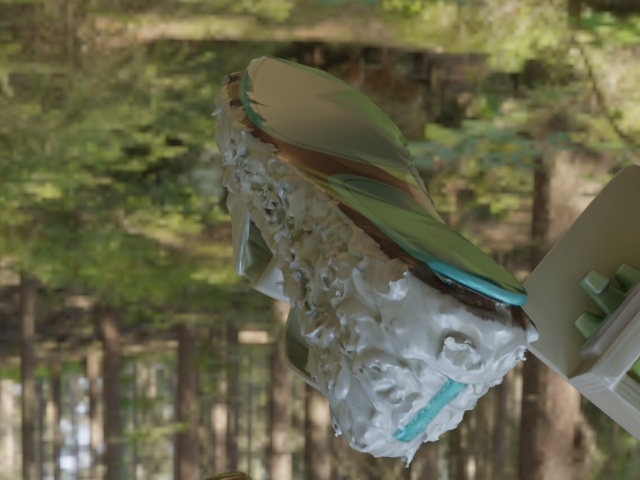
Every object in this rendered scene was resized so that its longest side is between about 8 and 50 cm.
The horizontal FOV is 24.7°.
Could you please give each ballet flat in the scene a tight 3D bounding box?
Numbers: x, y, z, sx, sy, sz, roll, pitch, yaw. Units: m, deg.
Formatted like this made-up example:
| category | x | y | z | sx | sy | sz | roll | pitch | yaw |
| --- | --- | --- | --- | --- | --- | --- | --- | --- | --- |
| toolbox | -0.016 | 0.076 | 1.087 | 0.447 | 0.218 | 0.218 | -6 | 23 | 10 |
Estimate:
| category | x | y | z | sx | sy | sz | roll | pitch | yaw |
| --- | --- | --- | --- | --- | --- | --- | --- | --- | --- |
| ballet flat | 0.000 | 0.000 | 0.904 | 0.147 | 0.147 | 0.409 | -1 | -157 | -14 |

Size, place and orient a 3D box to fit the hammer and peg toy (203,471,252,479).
| category | x | y | z | sx | sy | sz | roll | pitch | yaw |
| --- | --- | --- | --- | --- | --- | --- | --- | --- | --- |
| hammer and peg toy | -0.122 | 0.243 | 0.822 | 0.266 | 0.127 | 0.361 | -9 | -174 | -5 |

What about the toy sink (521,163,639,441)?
| category | x | y | z | sx | sy | sz | roll | pitch | yaw |
| --- | --- | --- | --- | --- | --- | --- | --- | --- | --- |
| toy sink | 0.254 | 0.064 | 0.949 | 0.234 | 0.153 | 0.131 | 40 | 176 | 7 |
